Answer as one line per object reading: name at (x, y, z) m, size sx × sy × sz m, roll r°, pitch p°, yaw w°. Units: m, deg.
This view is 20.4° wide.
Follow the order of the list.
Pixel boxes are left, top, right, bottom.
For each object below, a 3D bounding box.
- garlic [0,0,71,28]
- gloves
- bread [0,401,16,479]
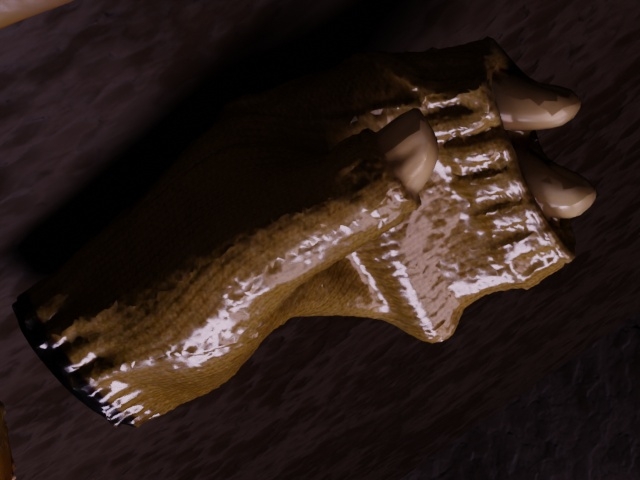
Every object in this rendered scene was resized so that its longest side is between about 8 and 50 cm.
garlic at (-0.036, -0.169, 0.642) m, size 0.318 × 0.112 × 0.143 m, roll -28°, pitch -172°, yaw 10°
gloves at (-0.012, -0.010, 1.049) m, size 0.356 × 0.155 × 0.203 m, roll -21°, pitch 159°, yaw 10°
bread at (-0.287, 0.183, 0.940) m, size 0.305 × 0.159 × 0.305 m, roll -36°, pitch -171°, yaw 6°
